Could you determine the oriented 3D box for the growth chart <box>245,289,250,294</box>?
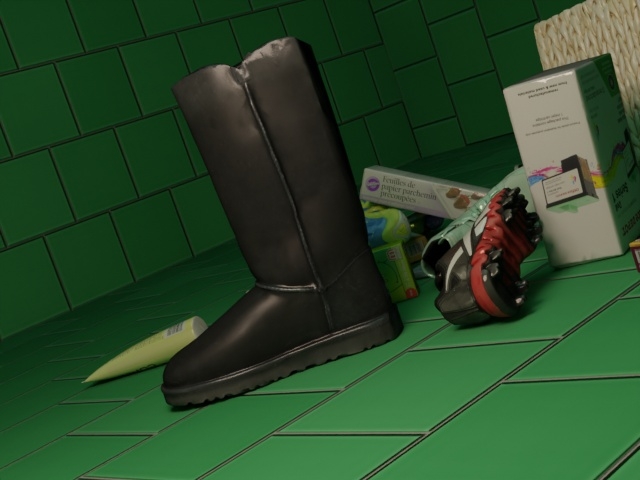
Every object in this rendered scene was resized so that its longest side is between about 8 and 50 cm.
[{"bbox_3d":[-0.055,0.063,2.254,0.172,0.021,0.237,-39,10,-21],"label":"growth chart"}]

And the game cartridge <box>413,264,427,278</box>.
[{"bbox_3d":[0.194,0.049,1.894,0.056,0.017,0.083,-7,13,46],"label":"game cartridge"}]

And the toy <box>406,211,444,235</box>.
[{"bbox_3d":[0.203,-0.031,2.314,0.237,0.056,0.137,-22,-2,35],"label":"toy"}]

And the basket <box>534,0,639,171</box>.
[{"bbox_3d":[0.606,-0.285,1.943,0.328,0.331,0.266,-7,-9,-43],"label":"basket"}]

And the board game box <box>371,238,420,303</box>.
[{"bbox_3d":[0.062,0.071,1.759,0.181,0.092,0.043,-18,8,11],"label":"board game box"}]

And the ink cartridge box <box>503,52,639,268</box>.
[{"bbox_3d":[0.391,-0.122,1.606,0.117,0.278,0.201,-11,10,32],"label":"ink cartridge box"}]

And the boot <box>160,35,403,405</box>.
[{"bbox_3d":[-0.118,-0.026,1.528,0.367,0.445,0.146,-19,7,-1],"label":"boot"}]

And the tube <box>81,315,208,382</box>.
[{"bbox_3d":[-0.310,0.204,1.921,0.240,0.062,0.070,-22,-38,19],"label":"tube"}]

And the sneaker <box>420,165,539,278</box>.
[{"bbox_3d":[0.269,-0.021,1.707,0.256,0.094,0.151,-45,-11,30],"label":"sneaker"}]

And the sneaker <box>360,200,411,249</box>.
[{"bbox_3d":[0.076,-0.024,2.065,0.126,0.091,0.240,-22,10,-16],"label":"sneaker"}]

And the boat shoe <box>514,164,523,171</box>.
[{"bbox_3d":[0.431,-0.107,2.140,0.079,0.095,0.254,-19,8,15],"label":"boat shoe"}]

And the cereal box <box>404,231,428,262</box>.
[{"bbox_3d":[0.109,0.030,2.142,0.173,0.047,0.240,-21,7,-7],"label":"cereal box"}]

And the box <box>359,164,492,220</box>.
[{"bbox_3d":[0.236,-0.077,1.990,0.324,0.063,0.067,13,13,19],"label":"box"}]

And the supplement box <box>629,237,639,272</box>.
[{"bbox_3d":[0.450,0.008,1.382,0.083,0.043,0.055,-24,8,-27],"label":"supplement box"}]

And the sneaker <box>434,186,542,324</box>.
[{"bbox_3d":[0.226,0.023,1.480,0.135,0.098,0.276,-30,19,34],"label":"sneaker"}]
